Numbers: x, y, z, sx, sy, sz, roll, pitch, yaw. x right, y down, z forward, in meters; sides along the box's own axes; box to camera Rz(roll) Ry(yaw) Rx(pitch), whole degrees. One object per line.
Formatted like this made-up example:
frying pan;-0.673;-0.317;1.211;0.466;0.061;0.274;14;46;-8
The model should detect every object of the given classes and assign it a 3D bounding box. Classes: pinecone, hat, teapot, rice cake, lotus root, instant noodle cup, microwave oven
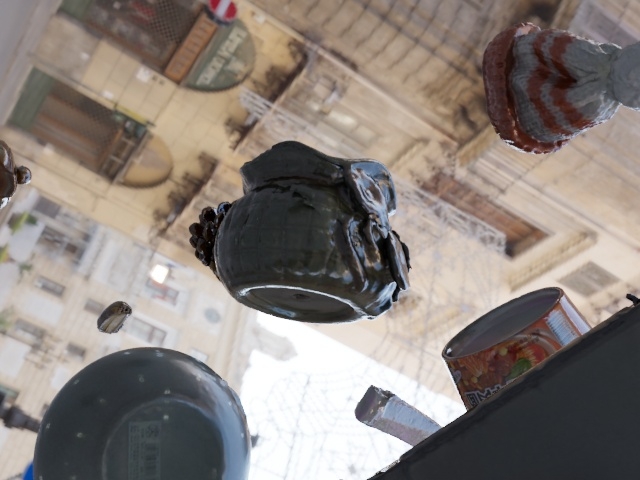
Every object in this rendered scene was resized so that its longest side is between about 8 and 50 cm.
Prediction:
pinecone;-0.143;0.010;1.660;0.186;0.213;0.168;-19;118;-58
hat;0.206;-0.127;0.667;0.162;0.094;0.112;-170;-113;-69
teapot;-0.432;-0.088;1.148;0.129;0.078;0.098;-152;-113;-63
rice cake;0.164;0.332;1.507;0.056;0.365;0.072;33;-93;39
lotus root;-0.314;0.113;1.273;0.083;0.038;0.030;-44;-130;46
teapot;-0.179;0.191;0.765;0.251;0.184;0.183;-17;-133;60
instant noodle cup;0.302;0.193;1.183;0.250;0.192;0.250;-30;-177;2
microwave oven;0.156;0.174;0.529;0.247;0.188;0.178;-33;162;3

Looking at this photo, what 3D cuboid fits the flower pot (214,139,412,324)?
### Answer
flower pot;0.000;0.000;1.273;0.302;0.302;0.213;-28;-130;59
